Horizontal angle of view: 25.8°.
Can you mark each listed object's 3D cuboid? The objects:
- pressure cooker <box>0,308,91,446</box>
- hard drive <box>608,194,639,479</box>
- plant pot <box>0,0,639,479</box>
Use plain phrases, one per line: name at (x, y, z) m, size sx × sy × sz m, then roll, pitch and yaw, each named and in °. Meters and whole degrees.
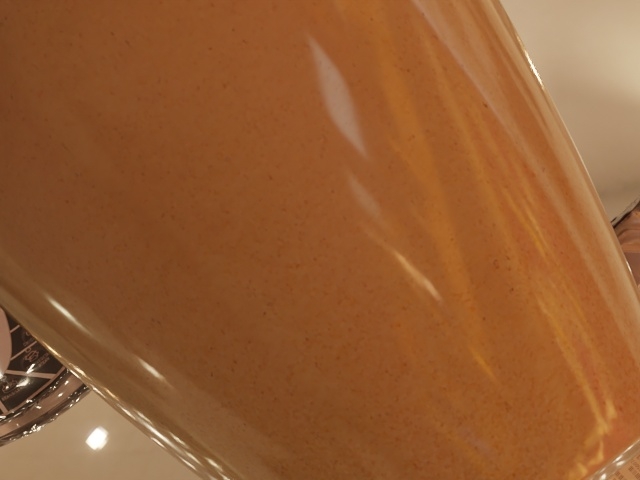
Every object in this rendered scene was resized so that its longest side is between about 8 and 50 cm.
pressure cooker at (-0.336, -0.071, 1.029) m, size 0.375 × 0.420 × 0.370 m, roll 8°, pitch -123°, yaw 15°
hard drive at (0.231, 0.155, 1.129) m, size 0.339 × 0.237 × 0.064 m, roll -43°, pitch 177°, yaw -4°
plant pot at (0.000, 0.000, 0.544) m, size 0.256 × 0.256 × 0.274 m, roll -39°, pitch -107°, yaw 5°
